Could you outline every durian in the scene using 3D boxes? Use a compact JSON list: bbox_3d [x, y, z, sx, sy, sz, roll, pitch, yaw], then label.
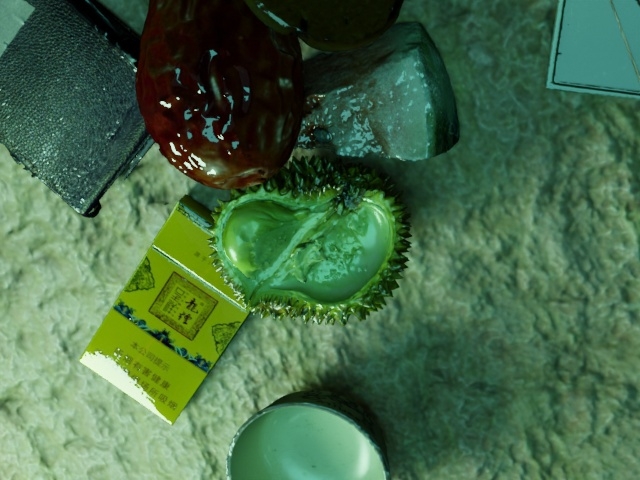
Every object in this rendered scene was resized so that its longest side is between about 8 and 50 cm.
[{"bbox_3d":[-0.003,0.000,1.578,0.237,0.176,0.200,-4,104,15],"label":"durian"}]

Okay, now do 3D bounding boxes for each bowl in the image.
[{"bbox_3d":[-0.006,0.277,1.718,0.211,0.112,0.211,4,112,11],"label":"bowl"}]

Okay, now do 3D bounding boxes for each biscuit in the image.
[{"bbox_3d":[-0.003,-0.297,1.469,0.212,0.212,0.036,38,145,-3],"label":"biscuit"}]

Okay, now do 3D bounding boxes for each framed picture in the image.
[{"bbox_3d":[0.337,-0.258,1.495,0.150,0.015,0.203,8,111,9],"label":"framed picture"}]

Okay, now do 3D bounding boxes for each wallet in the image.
[{"bbox_3d":[-0.314,-0.188,1.646,0.262,0.071,0.221,41,118,-1],"label":"wallet"}]

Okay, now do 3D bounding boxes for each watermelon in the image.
[{"bbox_3d":[0.028,-0.159,1.572,0.241,0.094,0.154,-9,102,19],"label":"watermelon"}]

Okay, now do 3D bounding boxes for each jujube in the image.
[{"bbox_3d":[-0.115,-0.201,1.499,0.197,0.197,0.290,-15,74,17],"label":"jujube"}]

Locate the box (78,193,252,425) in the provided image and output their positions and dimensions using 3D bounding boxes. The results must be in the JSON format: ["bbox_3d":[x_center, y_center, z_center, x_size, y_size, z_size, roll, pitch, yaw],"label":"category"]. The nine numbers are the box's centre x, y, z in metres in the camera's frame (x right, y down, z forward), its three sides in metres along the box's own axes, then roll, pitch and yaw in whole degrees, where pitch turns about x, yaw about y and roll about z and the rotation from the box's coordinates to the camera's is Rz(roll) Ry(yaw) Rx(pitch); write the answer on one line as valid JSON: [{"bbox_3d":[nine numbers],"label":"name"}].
[{"bbox_3d":[-0.181,0.092,1.730,0.153,0.041,0.279,35,114,0],"label":"box"}]
